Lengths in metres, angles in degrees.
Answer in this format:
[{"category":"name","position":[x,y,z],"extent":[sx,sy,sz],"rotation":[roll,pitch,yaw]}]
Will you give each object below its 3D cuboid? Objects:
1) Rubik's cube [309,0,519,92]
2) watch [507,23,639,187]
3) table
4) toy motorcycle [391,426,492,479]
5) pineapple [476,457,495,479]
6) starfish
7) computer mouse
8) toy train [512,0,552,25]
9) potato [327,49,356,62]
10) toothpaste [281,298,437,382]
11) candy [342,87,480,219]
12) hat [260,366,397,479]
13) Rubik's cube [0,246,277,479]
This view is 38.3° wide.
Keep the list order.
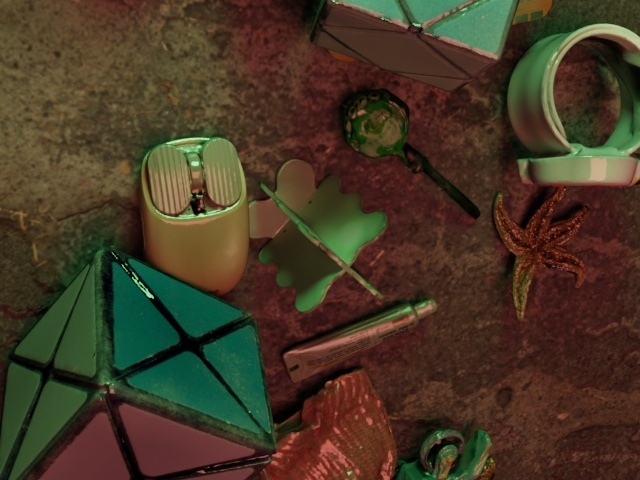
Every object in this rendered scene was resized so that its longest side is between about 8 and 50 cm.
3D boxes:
[{"category":"Rubik's cube","position":[0.118,-0.311,1.075],"extent":[0.205,0.207,0.205],"rotation":[18,89,-7]},{"category":"watch","position":[0.396,-0.191,1.348],"extent":[0.244,0.196,0.231],"rotation":[-3,92,-17]},{"category":"table","position":[0.000,0.000,1.231],"extent":[0.166,0.198,0.167],"rotation":[-10,117,-20]},{"category":"toy motorcycle","position":[0.201,0.453,1.587],"extent":[0.198,0.109,0.296],"rotation":[10,110,-29]},{"category":"pineapple","position":[0.297,0.433,1.668],"extent":[0.045,0.019,0.083],"rotation":[-13,121,-21]},{"category":"starfish","position":[0.344,0.012,1.472],"extent":[0.213,0.057,0.238],"rotation":[23,96,-20]},{"category":"computer mouse","position":[-0.165,-0.022,1.220],"extent":[0.145,0.082,0.237],"rotation":[-7,117,-19]},{"category":"toy train","position":[0.233,-0.339,1.249],"extent":[0.188,0.072,0.099],"rotation":[-16,118,-16]},{"category":"potato","position":[0.034,-0.276,1.199],"extent":[0.068,0.062,0.083],"rotation":[-38,145,-42]},{"category":"toothpaste","position":[0.064,0.148,1.424],"extent":[0.255,0.037,0.067],"rotation":[-23,126,-8]},{"category":"candy","position":[0.145,-0.106,1.325],"extent":[0.097,0.097,0.323],"rotation":[-50,129,5]},{"category":"hat","position":[0.033,0.364,1.470],"extent":[0.236,0.107,0.286],"rotation":[-36,110,-16]},{"category":"Rubik's cube","position":[-0.231,0.207,1.161],"extent":[0.259,0.260,0.255],"rotation":[26,121,-33]}]
